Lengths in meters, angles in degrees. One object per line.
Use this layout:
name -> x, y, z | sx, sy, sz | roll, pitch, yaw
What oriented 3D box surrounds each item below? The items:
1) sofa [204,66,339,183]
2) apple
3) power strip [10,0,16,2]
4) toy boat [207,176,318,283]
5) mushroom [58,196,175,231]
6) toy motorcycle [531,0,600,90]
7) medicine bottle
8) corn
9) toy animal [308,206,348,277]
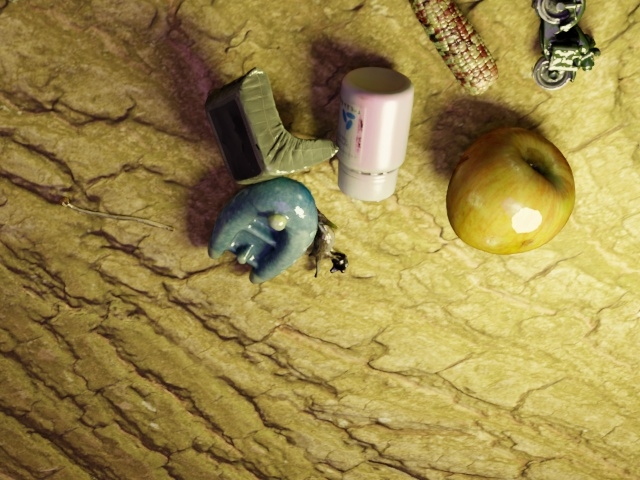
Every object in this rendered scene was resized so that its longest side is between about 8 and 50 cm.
sofa -> -0.109, -0.241, 1.829 | 0.210, 0.176, 0.225 | -11, 101, 61
apple -> 0.385, -0.092, 1.815 | 0.264, 0.264, 0.264 | 4, 125, 6
power strip -> -0.570, -0.591, 1.729 | 0.080, 0.048, 0.286 | 38, 120, -18
toy boat -> -0.134, -0.008, 1.997 | 0.215, 0.123, 0.330 | 35, 132, -14
mushroom -> -0.489, -0.058, 2.101 | 0.286, 0.028, 0.026 | 15, 83, -3
toy motorcycle -> 0.456, -0.396, 1.621 | 0.127, 0.205, 0.275 | -6, 118, 10
medicine bottle -> 0.107, -0.219, 1.823 | 0.152, 0.152, 0.254 | 8, 125, 3
corn -> 0.262, -0.399, 1.719 | 0.086, 0.086, 0.253 | -30, 113, 25
toy animal -> 0.010, 0.005, 2.044 | 0.105, 0.070, 0.202 | 4, 129, 24
